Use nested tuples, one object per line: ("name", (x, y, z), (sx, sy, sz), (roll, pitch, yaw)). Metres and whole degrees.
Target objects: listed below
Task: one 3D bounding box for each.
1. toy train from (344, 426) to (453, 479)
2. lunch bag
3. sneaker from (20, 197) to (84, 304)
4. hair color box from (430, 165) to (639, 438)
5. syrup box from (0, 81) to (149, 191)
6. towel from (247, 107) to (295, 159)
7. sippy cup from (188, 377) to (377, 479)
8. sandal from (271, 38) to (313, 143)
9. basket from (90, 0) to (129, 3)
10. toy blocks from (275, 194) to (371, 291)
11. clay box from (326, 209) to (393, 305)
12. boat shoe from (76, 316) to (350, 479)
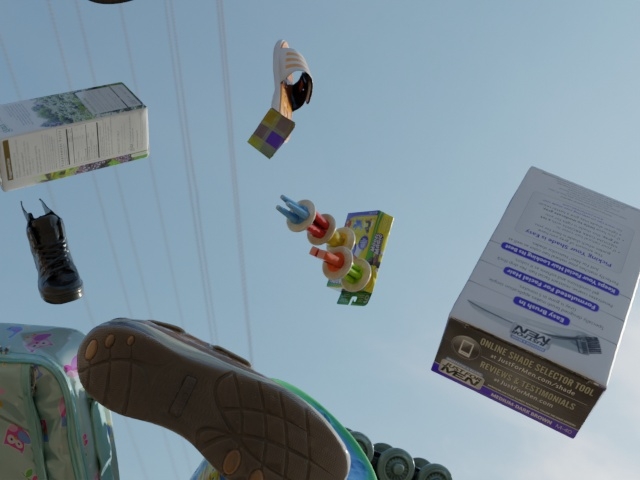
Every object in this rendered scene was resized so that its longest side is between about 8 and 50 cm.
("toy train", (0.112, 0.490, 1.595), (0.334, 0.190, 0.142), (24, -13, -10))
("lunch bag", (-0.372, 0.242, 1.054), (0.224, 0.108, 0.279), (3, -69, 21))
("sneaker", (-0.334, 0.010, 1.012), (0.051, 0.170, 0.089), (-15, -66, -21))
("hair color box", (0.289, 0.061, 1.033), (0.185, 0.339, 0.110), (25, -47, 15))
("syrup box", (-0.390, -0.162, 1.257), (0.093, 0.237, 0.096), (44, -39, 38))
("towel", (-0.091, -0.200, 1.527), (0.060, 0.009, 0.083), (38, -85, 8))
("sippy cup", (-0.077, 0.348, 1.130), (0.224, 0.240, 0.305), (-48, -36, 11))
("sandal", (-0.050, -0.300, 1.660), (0.076, 0.265, 0.102), (-8, -37, 10))
("basket", (-0.359, -0.565, 1.449), (0.154, 0.204, 0.227), (43, -24, 22))
("toy blocks", (0.000, 0.000, 1.185), (0.054, 0.123, 0.148), (-39, -43, 17))
("clay box", (0.088, 0.042, 1.936), (0.053, 0.222, 0.127), (26, -16, -31))
("boat shoe", (-0.109, 0.176, 0.921), (0.324, 0.116, 0.123), (33, -83, -3))
